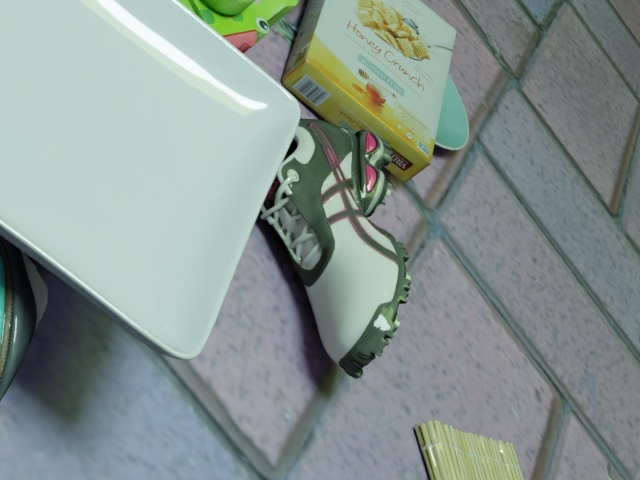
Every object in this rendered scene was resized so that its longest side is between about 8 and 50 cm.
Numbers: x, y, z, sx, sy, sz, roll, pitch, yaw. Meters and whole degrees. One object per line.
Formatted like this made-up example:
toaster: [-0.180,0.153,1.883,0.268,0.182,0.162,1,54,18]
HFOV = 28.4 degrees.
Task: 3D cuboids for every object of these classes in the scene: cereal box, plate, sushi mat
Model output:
cereal box: [0.058,-0.196,1.338,0.173,0.047,0.240,36,41,-20]
plate: [0.105,-0.179,1.456,0.188,0.024,0.188,36,36,-31]
plate: [-0.156,-0.085,0.792,0.278,0.045,0.277,37,39,-15]
sushi mat: [0.170,0.309,1.079,0.151,0.019,0.316,22,44,-47]

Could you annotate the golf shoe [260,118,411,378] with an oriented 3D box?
golf shoe: [0.000,0.000,1.070,0.120,0.105,0.273,21,37,-24]

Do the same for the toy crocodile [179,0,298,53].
toy crocodile: [-0.129,-0.169,1.002,0.340,0.115,0.105,-18,78,-58]

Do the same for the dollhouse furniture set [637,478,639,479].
dollhouse furniture set: [0.186,0.349,0.659,0.362,0.256,0.394,42,27,-33]

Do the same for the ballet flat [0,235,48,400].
ballet flat: [-0.200,0.011,0.766,0.074,0.074,0.203,15,47,-50]
